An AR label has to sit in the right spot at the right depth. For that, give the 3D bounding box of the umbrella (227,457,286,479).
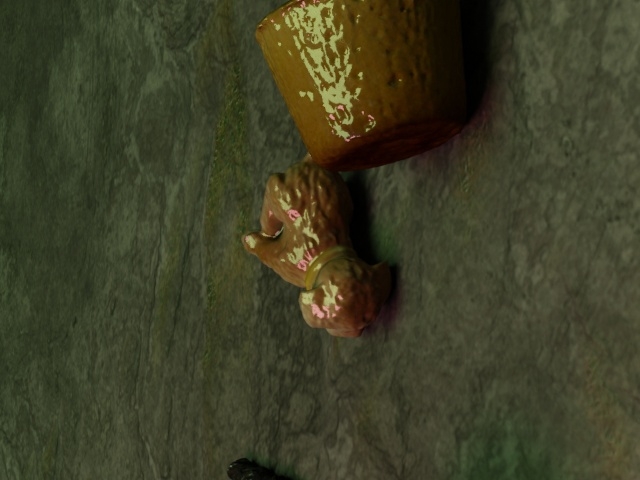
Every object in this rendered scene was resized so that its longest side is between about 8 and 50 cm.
[{"bbox_3d":[-0.063,0.276,1.468,0.144,0.037,0.040,7,78,61],"label":"umbrella"}]

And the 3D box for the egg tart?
[{"bbox_3d":[0.053,-0.155,1.220,0.202,0.203,0.147,-29,73,53],"label":"egg tart"}]

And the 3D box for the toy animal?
[{"bbox_3d":[0.014,-0.006,1.329,0.183,0.104,0.185,-67,32,28],"label":"toy animal"}]
